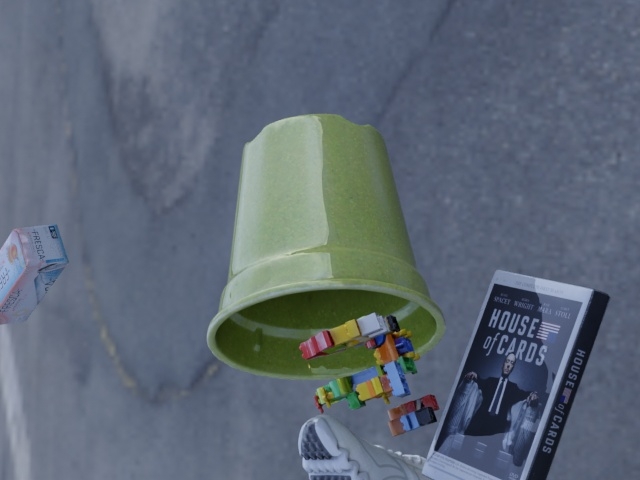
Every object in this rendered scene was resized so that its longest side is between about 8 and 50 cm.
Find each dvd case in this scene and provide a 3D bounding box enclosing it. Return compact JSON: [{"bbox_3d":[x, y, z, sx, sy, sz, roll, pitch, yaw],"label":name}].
[{"bbox_3d":[0.199,0.154,1.487,0.179,0.029,0.239,12,81,63],"label":"dvd case"}]

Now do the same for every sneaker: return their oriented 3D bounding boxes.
[{"bbox_3d":[0.083,0.307,1.813,0.110,0.292,0.118,-3,44,54],"label":"sneaker"}]

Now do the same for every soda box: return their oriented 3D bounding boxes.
[{"bbox_3d":[-0.392,0.048,1.879,0.183,0.063,0.058,-45,60,50],"label":"soda box"}]

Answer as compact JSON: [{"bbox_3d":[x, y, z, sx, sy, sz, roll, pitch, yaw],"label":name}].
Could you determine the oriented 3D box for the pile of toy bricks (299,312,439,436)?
[{"bbox_3d":[0.040,0.139,1.408,0.212,0.105,0.118,30,-140,-74],"label":"pile of toy bricks"}]

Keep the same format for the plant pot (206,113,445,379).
[{"bbox_3d":[0.000,0.000,1.714,0.276,0.276,0.254,128,144,-55],"label":"plant pot"}]
